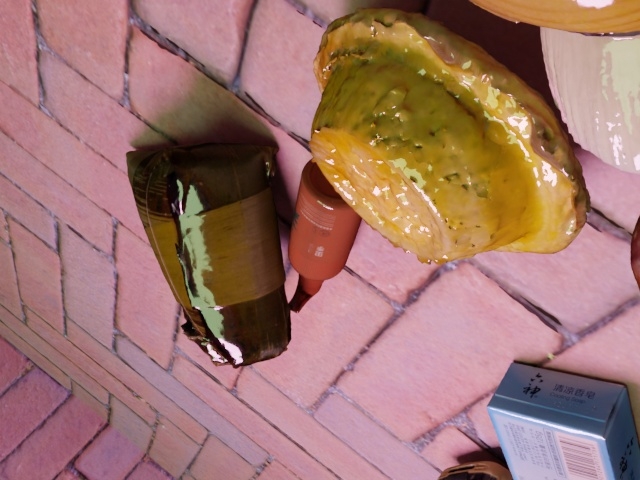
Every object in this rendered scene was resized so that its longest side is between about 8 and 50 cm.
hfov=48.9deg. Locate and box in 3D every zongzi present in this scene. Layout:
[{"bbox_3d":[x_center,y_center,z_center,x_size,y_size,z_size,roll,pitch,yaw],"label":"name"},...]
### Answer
[{"bbox_3d":[-0.172,0.011,0.966,0.318,0.154,0.289,10,109,55],"label":"zongzi"}]

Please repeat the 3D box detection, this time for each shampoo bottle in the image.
[{"bbox_3d":[0.001,-0.002,0.864,0.085,0.085,0.244,32,145,13],"label":"shampoo bottle"}]

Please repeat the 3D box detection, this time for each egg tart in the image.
[{"bbox_3d":[0.090,-0.070,0.605,0.288,0.118,0.288,40,164,13],"label":"egg tart"}]

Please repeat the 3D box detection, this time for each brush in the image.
[{"bbox_3d":[0.166,-0.171,0.449,0.267,0.174,0.166,33,158,43],"label":"brush"}]

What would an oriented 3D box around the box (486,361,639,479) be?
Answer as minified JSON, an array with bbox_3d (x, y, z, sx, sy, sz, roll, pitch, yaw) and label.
[{"bbox_3d":[0.310,0.266,0.870,0.143,0.083,0.232,6,134,41],"label":"box"}]

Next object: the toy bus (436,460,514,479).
[{"bbox_3d":[0.313,0.499,1.027,0.365,0.202,0.177,42,148,-1],"label":"toy bus"}]

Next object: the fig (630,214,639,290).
[{"bbox_3d":[0.329,0.023,0.560,0.160,0.231,0.143,24,100,22],"label":"fig"}]
